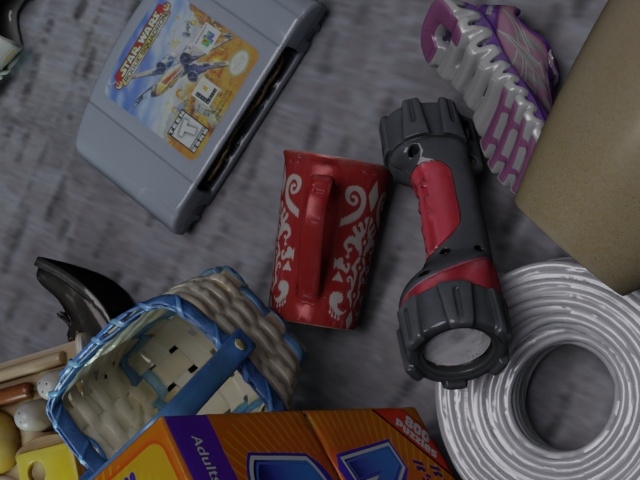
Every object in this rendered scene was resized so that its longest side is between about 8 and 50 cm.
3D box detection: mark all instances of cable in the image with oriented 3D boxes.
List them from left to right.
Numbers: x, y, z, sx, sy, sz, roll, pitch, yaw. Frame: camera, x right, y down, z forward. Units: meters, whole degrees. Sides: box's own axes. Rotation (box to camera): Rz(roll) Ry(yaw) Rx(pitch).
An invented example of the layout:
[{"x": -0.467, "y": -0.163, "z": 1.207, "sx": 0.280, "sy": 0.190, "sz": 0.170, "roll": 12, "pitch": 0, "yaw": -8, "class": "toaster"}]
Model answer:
[{"x": 0.232, "y": 0.141, "z": 1.318, "sx": 0.257, "sy": 0.089, "sz": 0.257, "roll": -9, "pitch": 78, "yaw": 26, "class": "cable"}]

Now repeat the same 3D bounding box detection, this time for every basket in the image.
[{"x": -0.148, "y": 0.166, "z": 1.343, "sx": 0.201, "sy": 0.289, "sz": 0.255, "roll": 49, "pitch": 125, "yaw": 0, "class": "basket"}]

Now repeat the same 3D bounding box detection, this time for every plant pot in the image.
[{"x": 0.300, "y": -0.096, "z": 1.216, "sx": 0.274, "sy": 0.256, "sz": 0.256, "roll": -49, "pitch": 64, "yaw": 10, "class": "plant pot"}]

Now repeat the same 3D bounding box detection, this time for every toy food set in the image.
[{"x": -0.346, "y": 0.238, "z": 1.526, "sx": 0.306, "sy": 0.092, "sz": 0.220, "roll": -17, "pitch": 80, "yaw": 29, "class": "toy food set"}]

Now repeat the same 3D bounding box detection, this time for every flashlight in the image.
[{"x": 0.106, "y": -0.009, "z": 1.332, "sx": 0.103, "sy": 0.103, "sz": 0.304, "roll": -29, "pitch": 44, "yaw": 21, "class": "flashlight"}]

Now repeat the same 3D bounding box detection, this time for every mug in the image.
[{"x": -0.006, "y": -0.001, "z": 1.437, "sx": 0.113, "sy": 0.150, "sz": 0.169, "roll": 11, "pitch": 92, "yaw": 36, "class": "mug"}]

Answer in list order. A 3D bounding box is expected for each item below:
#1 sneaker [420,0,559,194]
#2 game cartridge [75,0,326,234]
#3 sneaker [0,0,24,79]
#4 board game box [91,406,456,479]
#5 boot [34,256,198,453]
[{"x": 0.192, "y": -0.145, "z": 1.374, "sx": 0.236, "sy": 0.104, "sz": 0.095, "roll": 64, "pitch": 150, "yaw": 26, "class": "sneaker"}, {"x": -0.145, "y": -0.180, "z": 1.587, "sx": 0.198, "sy": 0.062, "sz": 0.297, "roll": 36, "pitch": 99, "yaw": 23, "class": "game cartridge"}, {"x": -0.421, "y": -0.205, "z": 1.712, "sx": 0.121, "sy": 0.099, "sz": 0.262, "roll": 10, "pitch": 88, "yaw": 24, "class": "sneaker"}, {"x": -0.052, "y": 0.390, "z": 1.237, "sx": 0.356, "sy": 0.356, "sz": 0.356, "roll": -43, "pitch": 62, "yaw": 27, "class": "board game box"}, {"x": -0.273, "y": 0.167, "z": 1.577, "sx": 0.263, "sy": 0.091, "sz": 0.229, "roll": 39, "pitch": 100, "yaw": 25, "class": "boot"}]
